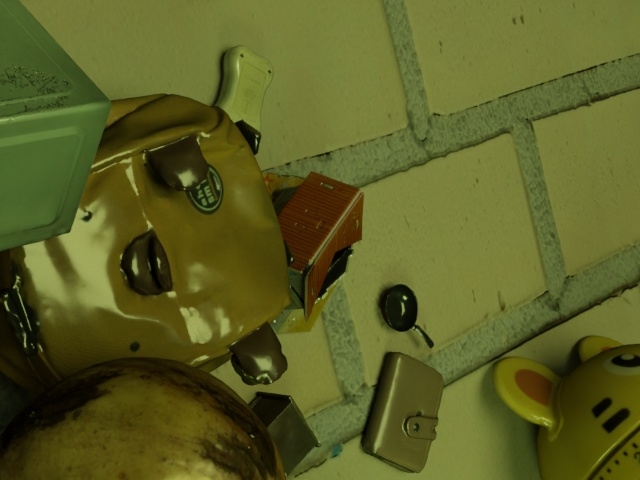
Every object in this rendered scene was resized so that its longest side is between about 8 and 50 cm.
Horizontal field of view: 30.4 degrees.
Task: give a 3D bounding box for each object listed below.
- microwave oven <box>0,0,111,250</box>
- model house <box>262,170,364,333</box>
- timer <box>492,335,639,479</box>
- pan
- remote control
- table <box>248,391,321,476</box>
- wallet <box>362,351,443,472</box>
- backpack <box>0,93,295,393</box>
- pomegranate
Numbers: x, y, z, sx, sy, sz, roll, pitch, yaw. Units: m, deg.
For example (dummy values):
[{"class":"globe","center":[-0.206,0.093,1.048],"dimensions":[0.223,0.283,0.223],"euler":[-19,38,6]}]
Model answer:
[{"class":"microwave oven","center":[-0.370,-0.129,1.067],"dimensions":[0.237,0.181,0.295],"euler":[-16,53,-44]},{"class":"model house","center":[0.000,0.000,1.510],"dimensions":[0.207,0.136,0.219],"euler":[53,54,-23]},{"class":"timer","center":[0.480,0.294,1.823],"dimensions":[0.376,0.376,0.387],"euler":[-5,46,-43]},{"class":"pan","center":[0.123,0.114,1.688],"dimensions":[0.115,0.023,0.068],"euler":[52,54,-23]},{"class":"remote control","center":[-0.101,-0.185,1.506],"dimensions":[0.074,0.032,0.122],"euler":[26,69,-38]},{"class":"table","center":[-0.064,0.249,1.473],"dimensions":[0.082,0.070,0.083],"euler":[-43,115,-33]},{"class":"wallet","center":[0.122,0.245,1.666],"dimensions":[0.118,0.038,0.153],"euler":[29,65,-35]},{"class":"backpack","center":[-0.200,0.021,1.282],"dimensions":[0.378,0.201,0.353],"euler":[-32,106,-38]},{"class":"pomegranate","center":[-0.166,0.265,1.116],"dimensions":[0.322,0.322,0.322],"euler":[5,82,-42]}]
